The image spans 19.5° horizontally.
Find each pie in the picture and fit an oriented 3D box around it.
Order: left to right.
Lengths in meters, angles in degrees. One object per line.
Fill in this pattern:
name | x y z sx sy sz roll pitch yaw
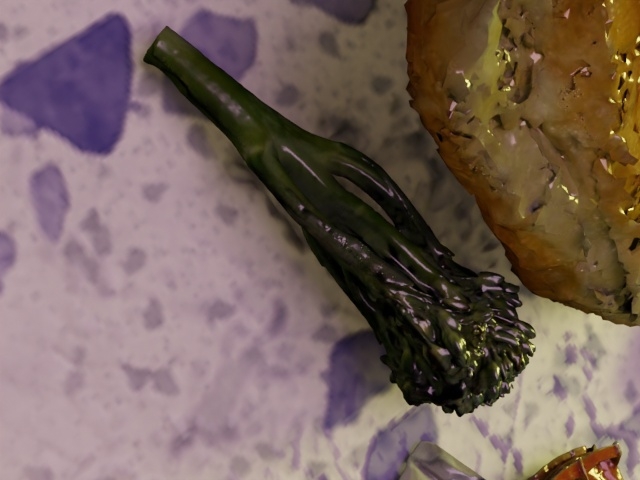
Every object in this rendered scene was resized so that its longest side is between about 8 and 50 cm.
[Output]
pie | 0.144 -0.093 0.767 0.308 0.085 0.308 -26 121 -53

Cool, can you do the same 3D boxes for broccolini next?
broccolini | 0.013 -0.015 0.751 0.068 0.091 0.203 -36 100 9

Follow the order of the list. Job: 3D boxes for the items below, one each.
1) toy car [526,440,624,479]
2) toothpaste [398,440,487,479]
toy car | 0.124 0.152 0.823 0.059 0.035 0.122 -24 95 -33
toothpaste | -0.006 0.226 0.726 0.100 0.066 0.323 35 64 8
